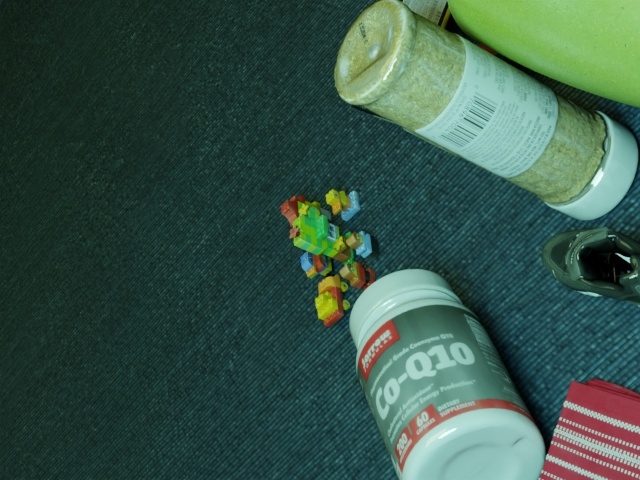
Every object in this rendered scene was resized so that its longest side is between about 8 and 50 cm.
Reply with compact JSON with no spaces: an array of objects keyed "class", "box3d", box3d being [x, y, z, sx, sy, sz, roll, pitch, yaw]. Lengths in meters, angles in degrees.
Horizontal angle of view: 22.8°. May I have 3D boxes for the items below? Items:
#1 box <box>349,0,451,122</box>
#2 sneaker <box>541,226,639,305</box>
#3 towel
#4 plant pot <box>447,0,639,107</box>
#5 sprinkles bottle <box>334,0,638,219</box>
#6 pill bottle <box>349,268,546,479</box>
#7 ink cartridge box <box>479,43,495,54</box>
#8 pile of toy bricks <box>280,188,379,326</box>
[{"class":"box","box3d":[0.131,-0.315,2.052,0.322,0.079,0.257,117,172,-77]},{"class":"sneaker","box3d":[0.298,0.020,1.693,0.234,0.106,0.078,24,89,59]},{"class":"towel","box3d":[0.286,0.284,1.607,0.199,0.031,0.275,14,83,57]},{"class":"plant pot","box3d":[0.325,-0.251,1.628,0.293,0.274,0.275,45,109,39]},{"class":"sprinkles bottle","box3d":[0.186,-0.138,1.728,0.121,0.355,0.121,-35,42,40]},{"class":"pill bottle","box3d":[0.132,0.168,1.792,0.161,0.161,0.283,-53,34,21]},{"class":"ink cartridge box","box3d":[0.254,-0.337,2.062,0.179,0.045,0.145,-32,45,40]},{"class":"pile of toy bricks","box3d":[0.000,0.000,2.162,0.118,0.105,0.212,-42,39,34]}]
